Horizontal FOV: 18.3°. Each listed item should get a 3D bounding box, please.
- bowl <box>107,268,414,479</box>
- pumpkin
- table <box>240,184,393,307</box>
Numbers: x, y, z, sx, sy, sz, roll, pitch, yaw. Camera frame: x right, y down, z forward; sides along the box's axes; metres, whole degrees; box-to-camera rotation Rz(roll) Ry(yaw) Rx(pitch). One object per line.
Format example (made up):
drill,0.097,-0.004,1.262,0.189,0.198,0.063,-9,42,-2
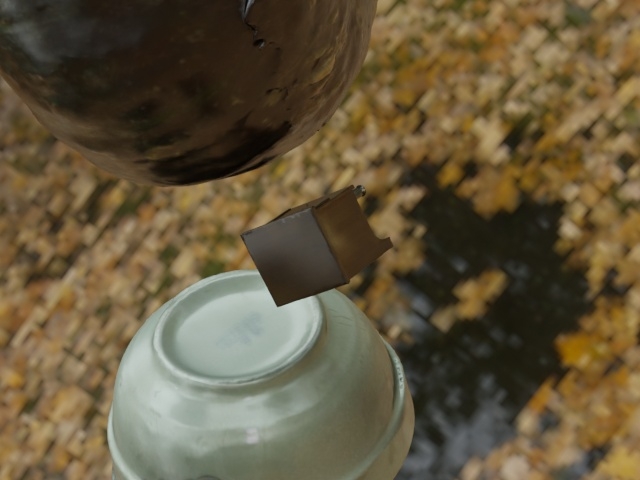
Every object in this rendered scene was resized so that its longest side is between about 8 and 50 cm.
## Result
bowl,-0.068,0.141,1.925,0.307,0.163,0.307,-7,38,5
pumpkin,-0.130,-0.270,1.643,0.344,0.454,0.454,-7,46,17
table,0.000,0.000,1.650,0.083,0.070,0.082,-21,9,40
